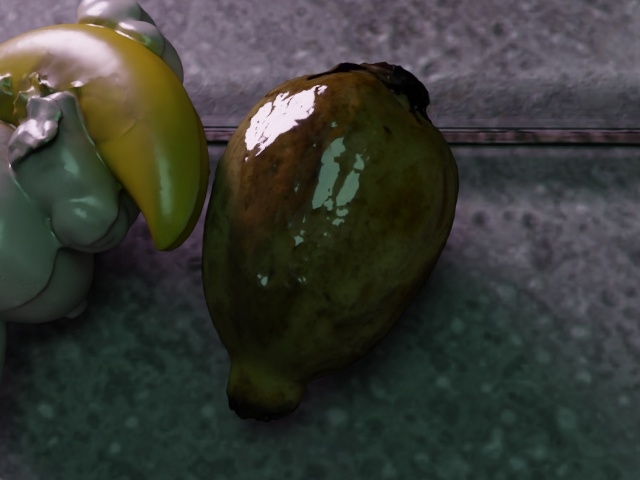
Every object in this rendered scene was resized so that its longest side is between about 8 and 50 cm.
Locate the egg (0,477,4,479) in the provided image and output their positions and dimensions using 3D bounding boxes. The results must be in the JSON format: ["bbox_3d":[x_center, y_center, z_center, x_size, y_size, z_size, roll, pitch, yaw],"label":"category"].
[{"bbox_3d":[-0.189,0.185,0.786,0.164,0.131,0.131,37,73,0],"label":"egg"}]

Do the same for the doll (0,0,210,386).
[{"bbox_3d":[-0.169,-0.024,0.893,0.237,0.111,0.252,-30,53,14],"label":"doll"}]

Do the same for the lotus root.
[{"bbox_3d":[0.000,0.000,0.850,0.138,0.138,0.214,13,77,16],"label":"lotus root"}]
